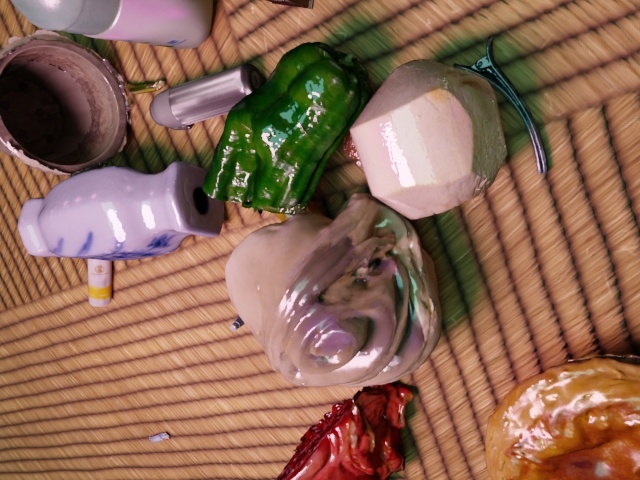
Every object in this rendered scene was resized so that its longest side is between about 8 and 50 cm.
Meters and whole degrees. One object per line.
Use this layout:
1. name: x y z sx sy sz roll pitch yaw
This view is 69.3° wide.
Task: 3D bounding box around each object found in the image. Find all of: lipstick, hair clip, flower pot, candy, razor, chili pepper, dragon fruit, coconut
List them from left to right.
1. flower pot: -0.605 -0.278 1.015 0.259 0.290 0.290 4 108 40
2. lipstick: -0.573 0.044 1.202 0.059 0.059 0.264 18 113 19
3. candy: -0.467 0.574 1.342 0.083 0.020 0.030 -30 89 30
4. razor: -0.157 0.161 1.003 0.040 0.135 0.068 -24 95 25
5. chili pepper: -0.079 -0.179 0.813 0.385 0.167 0.213 -45 45 31
6. dragon fruit: 0.079 0.455 0.929 0.228 0.286 0.329 45 110 10
7. coconut: 0.159 -0.159 0.705 0.241 0.241 0.241 8 109 23
8. hair clip: 0.304 -0.206 0.731 0.070 0.039 0.229 -35 91 28

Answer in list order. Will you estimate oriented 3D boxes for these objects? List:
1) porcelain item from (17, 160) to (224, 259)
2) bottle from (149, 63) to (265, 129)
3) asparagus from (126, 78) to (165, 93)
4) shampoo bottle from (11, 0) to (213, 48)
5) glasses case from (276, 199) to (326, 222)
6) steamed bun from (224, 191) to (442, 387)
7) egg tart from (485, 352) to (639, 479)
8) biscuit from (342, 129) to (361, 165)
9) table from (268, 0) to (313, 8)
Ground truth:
1. porcelain item: -0.428 -0.050 0.999 0.405 0.242 0.178 -10 83 18
2. bottle: -0.229 -0.281 0.934 0.254 0.079 0.096 -7 141 25
3. asparagus: -0.382 -0.336 1.013 0.108 0.025 0.021 1 86 25
4. shampoo bottle: -0.351 -0.419 0.787 0.222 0.349 0.151 22 113 17
5. glasses case: 0.000 0.000 0.918 0.079 0.064 0.234 -38 90 7
6. steamed bun: 0.037 0.098 0.771 0.339 0.247 0.352 -34 100 2
7. egg tart: 0.494 0.370 0.748 0.443 0.178 0.443 8 108 25
8. biscuit: 0.084 -0.175 0.855 0.091 0.015 0.078 21 115 18
9. table: -0.062 -0.447 0.798 0.083 0.082 0.070 18 113 18
